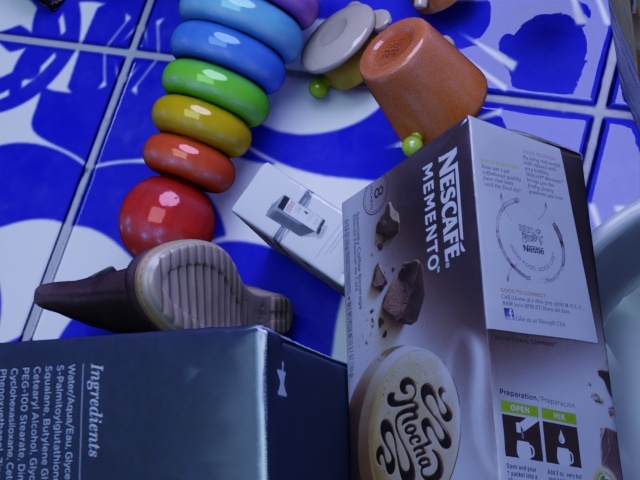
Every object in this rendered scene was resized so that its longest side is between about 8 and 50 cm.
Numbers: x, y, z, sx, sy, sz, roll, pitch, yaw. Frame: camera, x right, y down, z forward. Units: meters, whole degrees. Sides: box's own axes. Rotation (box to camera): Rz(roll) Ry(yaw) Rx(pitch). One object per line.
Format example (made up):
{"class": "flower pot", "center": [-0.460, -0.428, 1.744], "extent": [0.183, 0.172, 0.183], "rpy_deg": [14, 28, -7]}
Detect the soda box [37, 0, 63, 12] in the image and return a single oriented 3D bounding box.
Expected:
{"class": "soda box", "center": [-0.348, -0.326, 1.287], "extent": [0.169, 0.053, 0.060], "rpy_deg": [35, 84, 27]}

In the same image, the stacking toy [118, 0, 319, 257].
{"class": "stacking toy", "center": [-0.105, -0.131, 1.067], "extent": [0.141, 0.141, 0.330], "rpy_deg": [19, 84, 24]}

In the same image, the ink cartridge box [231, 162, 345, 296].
{"class": "ink cartridge box", "center": [0.000, 0.000, 1.012], "extent": [0.135, 0.099, 0.056], "rpy_deg": [33, 84, 28]}

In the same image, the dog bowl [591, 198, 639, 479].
{"class": "dog bowl", "center": [0.317, 0.108, 0.860], "extent": [0.348, 0.102, 0.349], "rpy_deg": [-7, 68, 17]}

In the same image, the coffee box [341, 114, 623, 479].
{"class": "coffee box", "center": [0.111, 0.083, 0.833], "extent": [0.168, 0.118, 0.297], "rpy_deg": [-33, 50, 50]}

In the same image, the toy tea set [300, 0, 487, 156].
{"class": "toy tea set", "center": [0.147, -0.219, 1.063], "extent": [0.336, 0.124, 0.200], "rpy_deg": [-44, 33, 2]}

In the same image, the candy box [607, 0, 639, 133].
{"class": "candy box", "center": [0.314, -0.189, 0.855], "extent": [0.182, 0.316, 0.088], "rpy_deg": [-19, 63, 11]}

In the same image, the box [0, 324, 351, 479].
{"class": "box", "center": [-0.174, 0.199, 0.875], "extent": [0.395, 0.293, 0.212], "rpy_deg": [-6, 75, 17]}

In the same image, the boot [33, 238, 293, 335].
{"class": "boot", "center": [-0.158, 0.056, 0.965], "extent": [0.206, 0.248, 0.090], "rpy_deg": [-1, 79, 21]}
